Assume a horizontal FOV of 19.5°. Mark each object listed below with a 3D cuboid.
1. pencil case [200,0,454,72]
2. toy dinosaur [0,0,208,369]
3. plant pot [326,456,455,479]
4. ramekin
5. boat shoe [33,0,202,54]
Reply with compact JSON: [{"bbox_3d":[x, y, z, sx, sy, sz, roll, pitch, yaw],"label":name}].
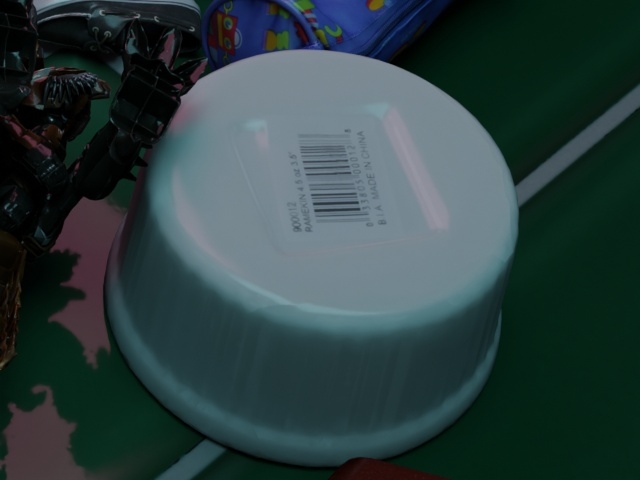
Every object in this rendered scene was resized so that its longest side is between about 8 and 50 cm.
[{"bbox_3d":[0.049,-0.203,1.431,0.133,0.119,0.306,6,37,44],"label":"pencil case"},{"bbox_3d":[-0.191,-0.050,1.197,0.164,0.218,0.322,3,50,-39],"label":"toy dinosaur"},{"bbox_3d":[0.065,0.270,0.963,0.267,0.267,0.235,15,36,1],"label":"plant pot"},{"bbox_3d":[0.000,0.000,1.243,0.277,0.135,0.277,7,49,-8],"label":"ramekin"},{"bbox_3d":[-0.156,-0.161,1.402,0.142,0.049,0.040,-5,52,-19],"label":"boat shoe"}]
